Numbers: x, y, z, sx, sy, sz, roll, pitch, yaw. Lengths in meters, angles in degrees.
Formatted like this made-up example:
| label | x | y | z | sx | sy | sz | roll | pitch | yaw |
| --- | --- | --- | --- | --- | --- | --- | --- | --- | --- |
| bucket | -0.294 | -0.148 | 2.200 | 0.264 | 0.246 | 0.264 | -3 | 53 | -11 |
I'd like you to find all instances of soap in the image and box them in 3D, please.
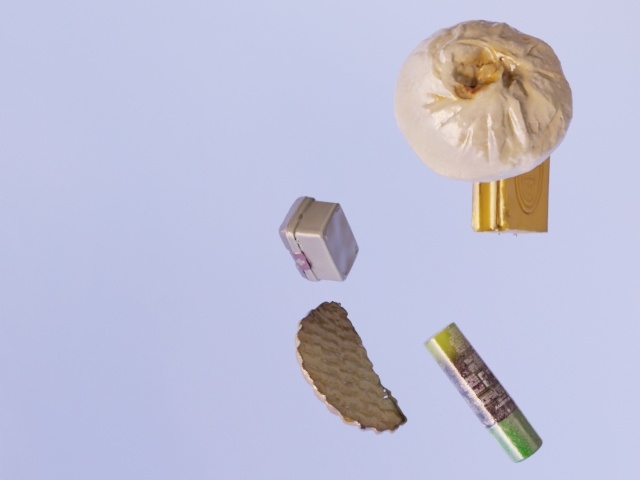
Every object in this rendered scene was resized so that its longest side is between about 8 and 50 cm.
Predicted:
| label | x | y | z | sx | sy | sz | roll | pitch | yaw |
| --- | --- | --- | --- | --- | --- | --- | --- | --- | --- |
| soap | 0.467 | -0.171 | 1.526 | 0.204 | 0.096 | 0.324 | 0 | -89 | -36 |

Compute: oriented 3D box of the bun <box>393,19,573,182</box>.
| label | x | y | z | sx | sy | sz | roll | pitch | yaw |
| --- | --- | --- | --- | --- | --- | --- | --- | --- | --- |
| bun | 0.186 | -0.176 | 0.746 | 0.127 | 0.222 | 0.222 | 33 | -152 | -60 |

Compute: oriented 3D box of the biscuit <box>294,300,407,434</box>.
| label | x | y | z | sx | sy | sz | roll | pitch | yaw |
| --- | --- | --- | --- | --- | --- | --- | --- | --- | --- |
| biscuit | 0.034 | 0.232 | 1.130 | 0.187 | 0.036 | 0.273 | 4 | -131 | -47 |

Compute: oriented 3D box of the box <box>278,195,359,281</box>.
| label | x | y | z | sx | sy | sz | roll | pitch | yaw |
| --- | --- | --- | --- | --- | --- | --- | --- | --- | --- |
| box | 0.000 | 0.000 | 1.547 | 0.129 | 0.210 | 0.148 | 6 | -128 | 30 |

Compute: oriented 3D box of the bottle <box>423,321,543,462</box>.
| label | x | y | z | sx | sy | sz | roll | pitch | yaw |
| --- | --- | --- | --- | --- | --- | --- | --- | --- | --- |
| bottle | 0.370 | 0.344 | 1.432 | 0.093 | 0.093 | 0.330 | -26 | -105 | -40 |
